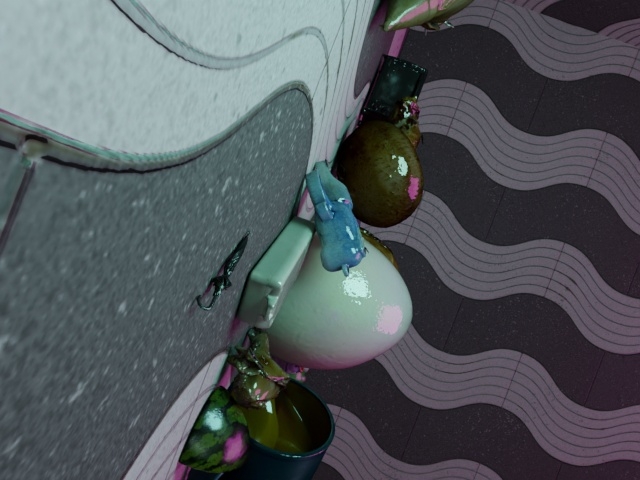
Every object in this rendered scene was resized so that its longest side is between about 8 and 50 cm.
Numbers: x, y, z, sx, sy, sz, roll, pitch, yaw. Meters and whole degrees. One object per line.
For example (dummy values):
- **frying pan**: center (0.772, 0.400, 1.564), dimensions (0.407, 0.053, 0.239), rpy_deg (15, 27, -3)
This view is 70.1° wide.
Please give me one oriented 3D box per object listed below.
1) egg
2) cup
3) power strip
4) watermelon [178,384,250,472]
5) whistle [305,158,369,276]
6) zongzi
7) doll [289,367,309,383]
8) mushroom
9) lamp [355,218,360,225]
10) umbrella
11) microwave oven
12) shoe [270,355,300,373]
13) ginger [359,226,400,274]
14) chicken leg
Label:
- **egg**: center (0.053, 0.156, 1.117), dimensions (0.354, 0.340, 0.354), rpy_deg (20, 90, -86)
- **cup**: center (-0.137, 0.490, 0.968), dimensions (0.308, 0.242, 0.292), rpy_deg (-68, 180, -72)
- **power strip**: center (-0.067, 0.043, 0.838), dimensions (0.338, 0.058, 0.098), rpy_deg (-61, 171, -66)
- **watermelon**: center (-0.178, 0.318, 0.776), dimensions (0.094, 0.125, 0.135), rpy_deg (-27, -128, 48)
- **whistle**: center (0.026, -0.048, 0.923), dimensions (0.180, 0.093, 0.269), rpy_deg (54, 19, -56)
- **zongzi**: center (0.235, -0.622, 1.215), dimensions (0.467, 0.218, 0.500), rpy_deg (-43, -174, -8)
- **doll**: center (-0.122, 0.440, 1.608), dimensions (0.182, 0.160, 0.363), rpy_deg (-51, -165, 51)
- **mushroom**: center (0.201, -0.215, 1.406), dimensions (0.356, 0.334, 0.331), rpy_deg (-21, 161, -42)
- **lamp**: center (0.071, -0.069, 1.658), dimensions (0.209, 0.147, 0.284), rpy_deg (-73, -176, -67)
- **umbrella**: center (-0.101, 0.032, 0.518), dimensions (0.022, 0.022, 0.148), rpy_deg (-40, -167, 32)
- **microwave oven**: center (0.266, -0.528, 1.689), dimensions (0.188, 0.178, 0.247), rpy_deg (91, 20, -82)
- **shoe**: center (-0.122, 0.379, 1.420), dimensions (0.095, 0.138, 0.245), rpy_deg (-59, 171, -47)
- **ginger**: center (0.110, 0.044, 1.337), dimensions (0.165, 0.321, 0.172), rpy_deg (-54, -170, -23)
- **chicken leg**: center (-0.110, 0.232, 0.847), dimensions (0.080, 0.125, 0.196), rpy_deg (-31, -179, 9)
